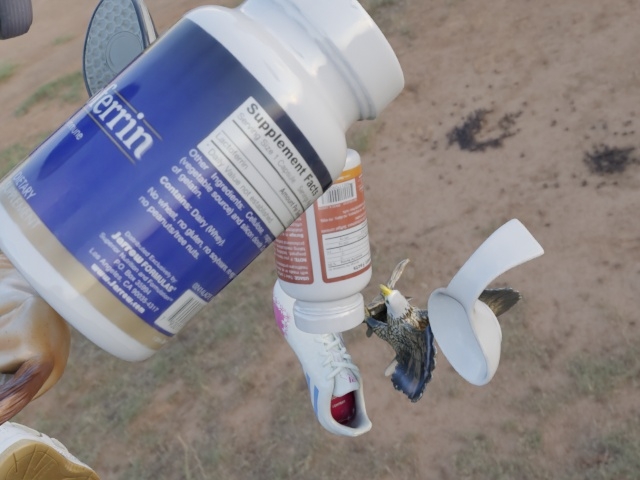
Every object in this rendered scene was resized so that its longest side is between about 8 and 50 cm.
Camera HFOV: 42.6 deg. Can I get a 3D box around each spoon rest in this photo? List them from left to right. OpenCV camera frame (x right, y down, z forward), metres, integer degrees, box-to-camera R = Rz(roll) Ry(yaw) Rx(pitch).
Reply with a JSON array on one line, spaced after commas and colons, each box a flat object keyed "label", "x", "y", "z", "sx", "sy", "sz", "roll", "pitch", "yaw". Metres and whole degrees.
[{"label": "spoon rest", "x": 0.191, "y": 0.086, "z": 1.029, "sx": 0.084, "sy": 0.276, "sz": 0.137, "roll": -21, "pitch": 58, "yaw": -23}]

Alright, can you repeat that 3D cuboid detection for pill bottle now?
[{"label": "pill bottle", "x": -0.078, "y": -0.059, "z": 0.555, "sx": 0.264, "sy": 0.153, "sz": 0.153, "roll": -44, "pitch": 34, "yaw": -5}, {"label": "pill bottle", "x": 0.000, "y": 0.000, "z": 1.025, "sx": 0.121, "sy": 0.216, "sz": 0.121, "roll": -6, "pitch": 16, "yaw": 2}]

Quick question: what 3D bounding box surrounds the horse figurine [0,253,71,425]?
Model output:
[{"label": "horse figurine", "x": -0.256, "y": 0.071, "z": 0.625, "sx": 0.174, "sy": 0.066, "sz": 0.263, "roll": -31, "pitch": 37, "yaw": -7}]

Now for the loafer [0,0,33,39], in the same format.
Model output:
[{"label": "loafer", "x": -0.304, "y": -0.226, "z": 0.549, "sx": 0.095, "sy": 0.109, "sz": 0.302, "roll": -30, "pitch": 59, "yaw": -28}]

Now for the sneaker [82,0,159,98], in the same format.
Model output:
[{"label": "sneaker", "x": -0.173, "y": -0.153, "z": 0.901, "sx": 0.086, "sy": 0.226, "sz": 0.163, "roll": -3, "pitch": 10, "yaw": 23}]

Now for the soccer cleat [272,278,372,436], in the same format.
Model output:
[{"label": "soccer cleat", "x": 0.016, "y": 0.210, "z": 1.515, "sx": 0.116, "sy": 0.331, "sz": 0.143, "roll": -25, "pitch": 13, "yaw": -22}]

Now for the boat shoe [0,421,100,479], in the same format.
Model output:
[{"label": "boat shoe", "x": -0.374, "y": 0.304, "z": 1.090, "sx": 0.096, "sy": 0.277, "sz": 0.098, "roll": 36, "pitch": 65, "yaw": 27}]

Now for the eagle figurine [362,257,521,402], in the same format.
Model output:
[{"label": "eagle figurine", "x": 0.175, "y": 0.153, "z": 1.422, "sx": 0.298, "sy": 0.225, "sz": 0.227, "roll": 17, "pitch": 93, "yaw": 49}]
